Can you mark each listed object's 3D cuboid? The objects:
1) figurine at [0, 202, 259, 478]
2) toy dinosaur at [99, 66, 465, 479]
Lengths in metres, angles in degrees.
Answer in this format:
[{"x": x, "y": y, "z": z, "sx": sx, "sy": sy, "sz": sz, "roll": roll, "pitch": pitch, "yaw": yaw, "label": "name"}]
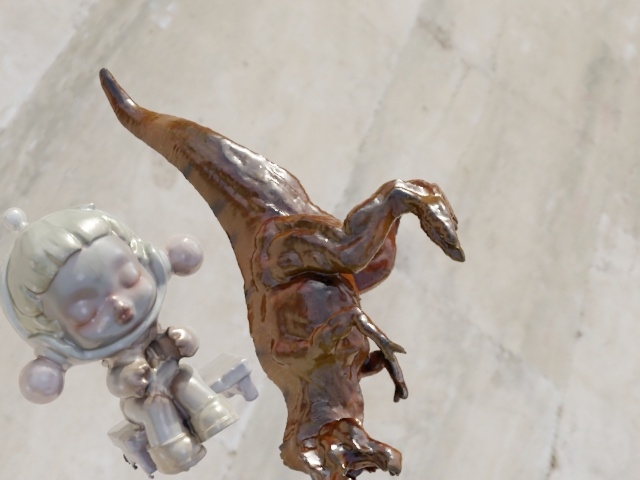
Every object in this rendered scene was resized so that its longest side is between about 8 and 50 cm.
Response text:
[{"x": -0.171, "y": 0.066, "z": 1.167, "sx": 0.257, "sy": 0.182, "sz": 0.144, "roll": 57, "pitch": 1, "yaw": -9, "label": "figurine"}, {"x": 0.000, "y": 0.000, "z": 1.018, "sx": 0.208, "sy": 0.097, "sz": 0.432, "roll": -25, "pitch": 57, "yaw": -2, "label": "toy dinosaur"}]
